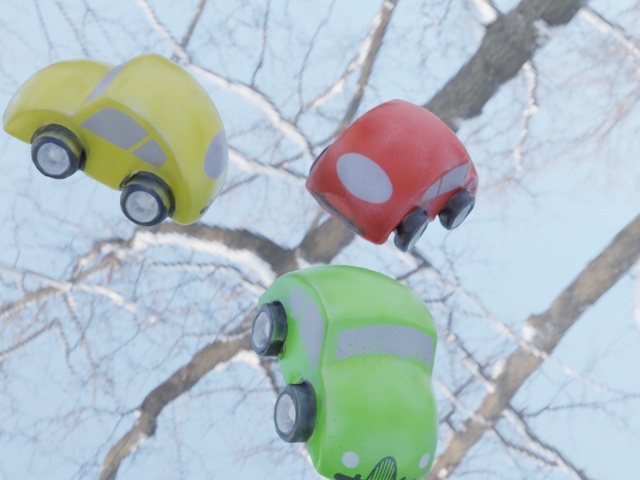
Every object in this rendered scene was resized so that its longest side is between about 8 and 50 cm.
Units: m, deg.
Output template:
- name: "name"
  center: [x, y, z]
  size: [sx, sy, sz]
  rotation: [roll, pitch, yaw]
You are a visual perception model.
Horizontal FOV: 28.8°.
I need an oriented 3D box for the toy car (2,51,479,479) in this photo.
- name: "toy car"
  center: [0.000, 0.000, 0.515]
  size: [0.239, 0.053, 0.225]
  rotation: [7, -141, -27]
